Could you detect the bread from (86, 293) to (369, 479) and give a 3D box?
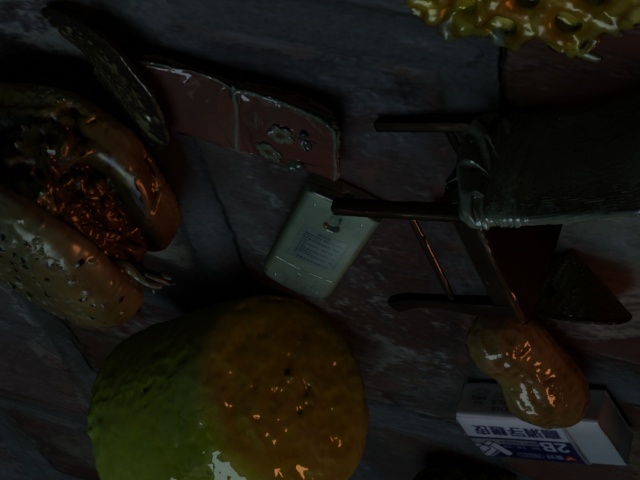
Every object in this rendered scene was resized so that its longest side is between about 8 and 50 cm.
[{"bbox_3d":[-0.117,0.252,1.539,0.348,0.348,0.307,38,140,-25],"label":"bread"}]

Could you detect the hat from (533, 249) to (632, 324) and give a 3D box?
[{"bbox_3d":[0.271,0.042,1.203,0.146,0.067,0.146,6,-170,-1],"label":"hat"}]

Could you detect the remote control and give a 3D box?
[{"bbox_3d":[0.000,0.000,1.329,0.098,0.038,0.233,24,150,-4],"label":"remote control"}]

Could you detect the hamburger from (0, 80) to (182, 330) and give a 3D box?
[{"bbox_3d":[-0.307,-0.041,1.270,0.318,0.195,0.276,41,161,-23],"label":"hamburger"}]

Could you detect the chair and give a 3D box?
[{"bbox_3d":[0.193,-0.033,1.034,0.319,0.160,0.186,0,138,35],"label":"chair"}]

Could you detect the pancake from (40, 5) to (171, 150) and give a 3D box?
[{"bbox_3d":[-0.231,-0.168,1.191,0.184,0.020,0.190,40,156,1],"label":"pancake"}]

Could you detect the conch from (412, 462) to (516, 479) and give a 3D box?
[{"bbox_3d":[0.229,0.430,1.807,0.181,0.124,0.187,3,170,14],"label":"conch"}]

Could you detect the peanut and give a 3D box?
[{"bbox_3d":[0.257,0.161,1.355,0.095,0.108,0.226,-16,131,36],"label":"peanut"}]

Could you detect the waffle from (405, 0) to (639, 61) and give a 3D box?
[{"bbox_3d":[0.155,-0.249,0.792,0.329,0.062,0.329,15,149,10],"label":"waffle"}]

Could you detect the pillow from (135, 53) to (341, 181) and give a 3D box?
[{"bbox_3d":[-0.086,-0.130,1.167,0.232,0.043,0.126,17,151,10],"label":"pillow"}]

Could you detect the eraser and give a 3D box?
[{"bbox_3d":[0.306,0.252,1.509,0.210,0.068,0.124,-3,139,37],"label":"eraser"}]
